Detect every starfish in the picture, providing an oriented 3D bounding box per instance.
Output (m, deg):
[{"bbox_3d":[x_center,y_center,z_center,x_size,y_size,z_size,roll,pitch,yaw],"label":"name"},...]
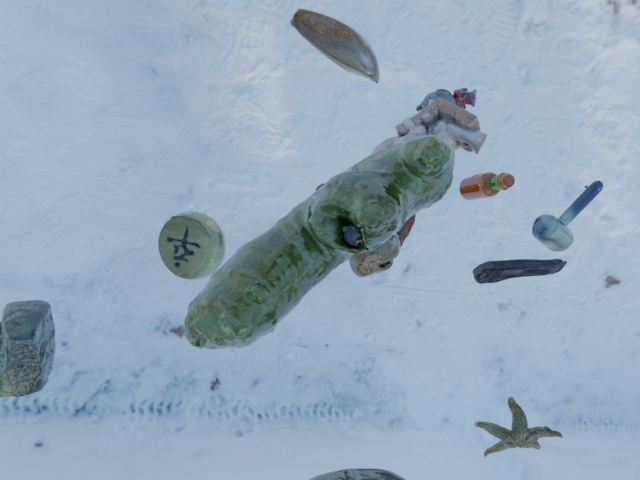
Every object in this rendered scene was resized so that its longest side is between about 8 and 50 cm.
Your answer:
[{"bbox_3d":[0.460,0.471,1.172,0.208,0.053,0.176,31,118,-10],"label":"starfish"}]

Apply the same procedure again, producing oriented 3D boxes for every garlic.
[{"bbox_3d":[0.053,-0.582,1.437,0.318,0.143,0.112,28,130,0],"label":"garlic"}]

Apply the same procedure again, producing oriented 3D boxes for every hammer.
[{"bbox_3d":[0.601,-0.064,1.168,0.116,0.069,0.194,28,107,-35],"label":"hammer"}]

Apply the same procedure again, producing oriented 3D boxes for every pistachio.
[{"bbox_3d":[0.111,0.017,1.038,0.113,0.149,0.113,7,113,17],"label":"pistachio"}]

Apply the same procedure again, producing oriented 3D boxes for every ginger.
[{"bbox_3d":[0.003,-0.004,0.446,0.290,0.137,0.089,-32,111,-3],"label":"ginger"}]

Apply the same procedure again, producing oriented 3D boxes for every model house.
[{"bbox_3d":[-0.294,0.095,0.473,0.066,0.078,0.083,2,126,-27],"label":"model house"}]

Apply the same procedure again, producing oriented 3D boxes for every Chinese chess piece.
[{"bbox_3d":[-0.349,0.014,1.323,0.189,0.083,0.188,3,100,20],"label":"Chinese chess piece"}]

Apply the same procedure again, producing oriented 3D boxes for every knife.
[{"bbox_3d":[0.244,0.036,0.592,0.121,0.018,0.031,-2,136,-7],"label":"knife"}]

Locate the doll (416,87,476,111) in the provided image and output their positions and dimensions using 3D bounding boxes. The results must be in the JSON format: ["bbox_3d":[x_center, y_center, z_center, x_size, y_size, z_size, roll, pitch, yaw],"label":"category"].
[{"bbox_3d":[0.354,-0.387,1.371,0.180,0.079,0.094,-11,136,-2],"label":"doll"}]

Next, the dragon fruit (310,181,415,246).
[{"bbox_3d":[0.121,-0.070,1.562,0.330,0.302,0.240,15,130,-5],"label":"dragon fruit"}]

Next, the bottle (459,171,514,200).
[{"bbox_3d":[0.437,-0.145,1.273,0.069,0.187,0.069,0,91,-14],"label":"bottle"}]

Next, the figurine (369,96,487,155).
[{"bbox_3d":[0.173,-0.143,0.886,0.237,0.162,0.141,-41,68,-4],"label":"figurine"}]

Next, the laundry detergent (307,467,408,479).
[{"bbox_3d":[0.047,0.408,0.340,0.125,0.264,0.397,-1,93,-12],"label":"laundry detergent"}]
